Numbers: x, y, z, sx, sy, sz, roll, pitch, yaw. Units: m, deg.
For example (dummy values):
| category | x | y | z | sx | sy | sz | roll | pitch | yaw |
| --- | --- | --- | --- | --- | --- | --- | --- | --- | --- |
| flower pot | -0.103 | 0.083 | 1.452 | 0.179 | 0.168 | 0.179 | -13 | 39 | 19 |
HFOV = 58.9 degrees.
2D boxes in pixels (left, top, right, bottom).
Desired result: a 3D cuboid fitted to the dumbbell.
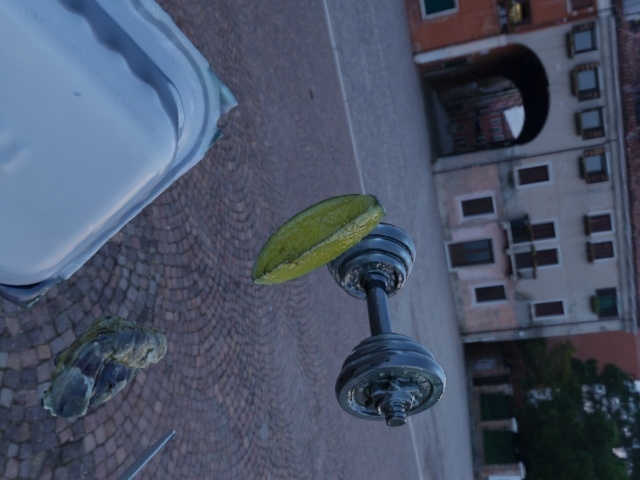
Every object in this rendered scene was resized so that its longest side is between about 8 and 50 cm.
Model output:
| category | x | y | z | sx | sy | sz | roll | pitch | yaw |
| --- | --- | --- | --- | --- | --- | --- | --- | --- | --- |
| dumbbell | 0.104 | 0.133 | 0.993 | 0.406 | 0.179 | 0.179 | -94 | 166 | -45 |

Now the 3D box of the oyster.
| category | x | y | z | sx | sy | sz | roll | pitch | yaw |
| --- | --- | --- | --- | --- | --- | --- | --- | --- | --- |
| oyster | -0.424 | 0.252 | 1.147 | 0.166 | 0.094 | 0.294 | 63 | 30 | -22 |

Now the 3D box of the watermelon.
| category | x | y | z | sx | sy | sz | roll | pitch | yaw |
| --- | --- | --- | --- | --- | --- | --- | --- | --- | --- |
| watermelon | 0.005 | 0.005 | 0.708 | 0.075 | 0.181 | 0.092 | 52 | 12 | -28 |

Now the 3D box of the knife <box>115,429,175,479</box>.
| category | x | y | z | sx | sy | sz | roll | pitch | yaw |
| --- | --- | --- | --- | --- | --- | --- | --- | --- | --- |
| knife | -0.450 | 0.551 | 1.255 | 0.336 | 0.081 | 0.043 | -43 | 104 | -40 |

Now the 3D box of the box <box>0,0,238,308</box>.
| category | x | y | z | sx | sy | sz | roll | pitch | yaw |
| --- | --- | --- | --- | --- | --- | --- | --- | --- | --- |
| box | -0.230 | -0.097 | 0.353 | 0.336 | 0.264 | 0.106 | 46 | 4 | -38 |
